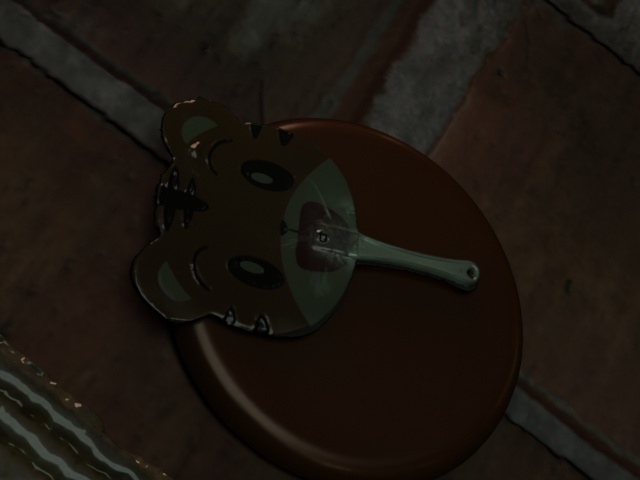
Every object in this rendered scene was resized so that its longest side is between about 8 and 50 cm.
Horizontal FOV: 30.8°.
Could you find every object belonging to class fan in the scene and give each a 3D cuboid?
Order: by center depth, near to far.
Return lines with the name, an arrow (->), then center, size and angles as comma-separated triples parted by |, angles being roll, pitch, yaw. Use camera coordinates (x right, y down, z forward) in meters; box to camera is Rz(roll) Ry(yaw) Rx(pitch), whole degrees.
fan -> 0.000, 0.000, 0.715 | 0.227, 0.008, 0.152 | 15, 61, -19

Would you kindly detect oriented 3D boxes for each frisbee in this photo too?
frisbee -> 0.022, 0.032, 0.729 | 0.251, 0.021, 0.250 | 11, 62, -23

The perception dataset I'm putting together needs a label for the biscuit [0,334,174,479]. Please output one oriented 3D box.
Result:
biscuit -> -0.122, 0.134, 0.537 | 0.426, 0.144, 0.078 | 40, 57, -3
